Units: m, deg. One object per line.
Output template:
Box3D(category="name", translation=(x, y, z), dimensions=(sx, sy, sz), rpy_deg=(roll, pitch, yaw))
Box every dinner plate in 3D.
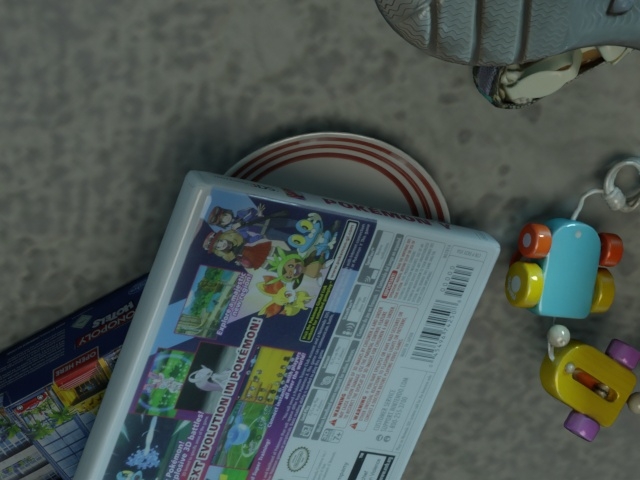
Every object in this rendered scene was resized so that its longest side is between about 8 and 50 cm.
Box3D(category="dinner plate", translation=(0.000, 0.000, 1.042), dimensions=(0.141, 0.017, 0.141), rpy_deg=(-3, 123, -4))

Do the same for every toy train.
Box3D(category="toy train", translation=(0.163, 0.039, 1.075), dimensions=(0.125, 0.046, 0.166), rpy_deg=(-35, 113, -16))

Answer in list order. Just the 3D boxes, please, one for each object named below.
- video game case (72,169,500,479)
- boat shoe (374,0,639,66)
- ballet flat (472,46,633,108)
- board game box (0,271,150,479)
Box3D(category="video game case", translation=(-0.020, 0.070, 1.028), dimensions=(0.183, 0.023, 0.201), rpy_deg=(11, 112, -28))
Box3D(category="boat shoe", translation=(0.147, -0.150, 0.906), dimensions=(0.324, 0.116, 0.123), rpy_deg=(2, 122, -34))
Box3D(category="ballet flat", translation=(0.133, -0.097, 0.983), dimensions=(0.114, 0.041, 0.041), rpy_deg=(-27, 122, 10))
Box3D(category="board game box", translation=(-0.120, 0.140, 1.091), dimensions=(0.194, 0.060, 0.194), rpy_deg=(-28, 121, 11))
